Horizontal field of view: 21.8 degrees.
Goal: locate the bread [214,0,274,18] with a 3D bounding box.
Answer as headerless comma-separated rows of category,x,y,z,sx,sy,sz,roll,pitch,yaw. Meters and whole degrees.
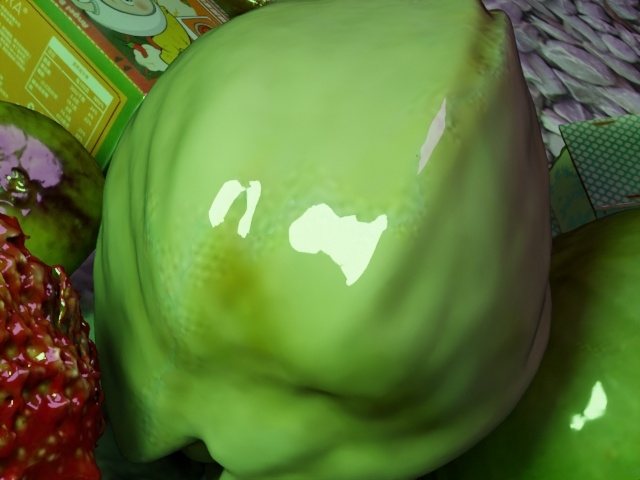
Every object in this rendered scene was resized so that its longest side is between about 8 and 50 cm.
bread,0.030,-0.218,1.667,0.344,0.084,0.124,12,46,-36

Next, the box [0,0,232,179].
box,-0.165,-0.133,1.275,0.195,0.148,0.177,45,32,20

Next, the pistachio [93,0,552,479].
pistachio,0.000,0.000,1.038,0.281,0.365,0.445,33,2,-6

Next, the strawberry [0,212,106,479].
strawberry,-0.205,0.069,0.891,0.184,0.201,0.187,24,36,36

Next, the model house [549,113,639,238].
model house,0.243,-0.008,1.440,0.271,0.206,0.178,23,31,-18

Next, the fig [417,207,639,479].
fig,0.221,0.144,1.140,0.316,0.316,0.316,25,30,-16

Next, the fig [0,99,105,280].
fig,-0.208,-0.026,1.096,0.153,0.121,0.136,13,64,-55
